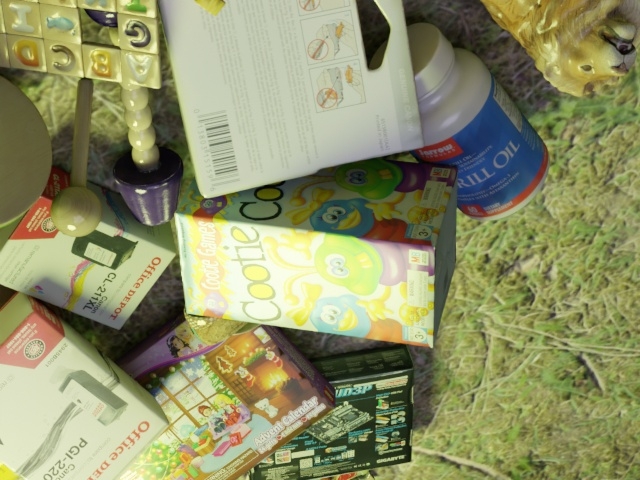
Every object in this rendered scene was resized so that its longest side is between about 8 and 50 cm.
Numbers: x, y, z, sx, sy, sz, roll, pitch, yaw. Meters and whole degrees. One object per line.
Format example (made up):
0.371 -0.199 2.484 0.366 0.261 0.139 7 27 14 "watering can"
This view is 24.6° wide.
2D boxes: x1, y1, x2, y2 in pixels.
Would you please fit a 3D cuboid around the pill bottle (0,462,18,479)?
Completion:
-0.425 0.265 1.757 0.184 0.103 0.103 -35 128 11 "pill bottle"

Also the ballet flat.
-0.064 0.058 1.680 0.206 0.073 0.067 -25 126 -23 "ballet flat"

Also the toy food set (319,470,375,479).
0.009 0.345 1.996 0.122 0.019 0.078 -38 127 15 "toy food set"

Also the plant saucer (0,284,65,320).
-0.379 0.096 1.687 0.168 0.029 0.168 -8 129 -10 "plant saucer"

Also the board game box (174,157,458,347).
0.000 0.000 1.577 0.275 0.144 0.142 7 129 12 "board game box"

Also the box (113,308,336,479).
-0.156 0.203 1.771 0.293 0.057 0.201 -37 105 14 "box"

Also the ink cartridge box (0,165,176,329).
-0.266 0.007 1.620 0.175 0.072 0.127 24 117 -29 "ink cartridge box"

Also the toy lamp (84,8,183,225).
-0.192 -0.135 1.527 0.080 0.080 0.275 -13 128 -6 "toy lamp"

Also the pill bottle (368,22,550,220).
0.147 -0.130 1.596 0.124 0.124 0.221 -36 128 13 "pill bottle"

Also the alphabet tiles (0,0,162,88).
-0.269 -0.245 1.398 0.237 0.009 0.198 9 129 10 "alphabet tiles"

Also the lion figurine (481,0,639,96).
0.143 -0.282 1.403 0.392 0.142 0.240 14 127 -7 "lion figurine"

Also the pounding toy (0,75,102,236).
-0.351 -0.076 1.496 0.236 0.183 0.110 2 159 -26 "pounding toy"

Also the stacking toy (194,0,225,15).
-0.136 -0.338 1.356 0.221 0.052 0.167 35 100 -19 "stacking toy"

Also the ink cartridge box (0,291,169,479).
-0.303 0.186 1.650 0.158 0.092 0.218 -47 117 -3 "ink cartridge box"

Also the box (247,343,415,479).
0.010 0.228 1.884 0.220 0.051 0.175 -9 129 -9 "box"

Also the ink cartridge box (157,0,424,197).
-0.035 -0.201 1.483 0.239 0.060 0.275 -13 112 -6 "ink cartridge box"
